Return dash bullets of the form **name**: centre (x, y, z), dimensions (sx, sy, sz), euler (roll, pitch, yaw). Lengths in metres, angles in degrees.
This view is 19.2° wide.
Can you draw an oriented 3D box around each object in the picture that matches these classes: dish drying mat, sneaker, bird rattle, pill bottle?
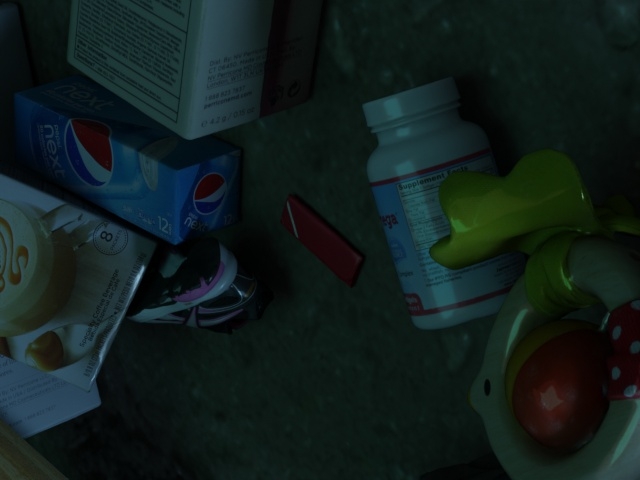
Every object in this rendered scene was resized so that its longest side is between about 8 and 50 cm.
- **dish drying mat**: centre (0.000, 0.000, 1.450), dimensions (0.083, 0.008, 0.032), euler (43, 132, 27)
- **sneaker**: centre (-0.098, 0.050, 1.533), dimensions (0.077, 0.072, 0.178), euler (34, 165, -20)
- **bird rattle**: centre (0.174, 0.065, 1.136), dimensions (0.253, 0.143, 0.207), euler (44, 121, 44)
- **pill bottle**: centre (0.082, -0.026, 1.289), dimensions (0.087, 0.087, 0.160), euler (-13, 95, 49)

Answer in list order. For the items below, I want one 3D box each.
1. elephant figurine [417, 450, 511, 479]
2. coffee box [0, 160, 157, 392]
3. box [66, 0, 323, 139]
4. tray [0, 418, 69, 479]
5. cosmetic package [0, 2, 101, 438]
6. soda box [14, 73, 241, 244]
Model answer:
- **elephant figurine**: centre (0.124, 0.214, 1.308), dimensions (0.239, 0.186, 0.169), euler (-33, 117, 23)
- **coffee box**: centre (-0.274, 0.008, 1.547), dimensions (0.098, 0.246, 0.141), euler (-133, 67, -78)
- **box**: centre (-0.084, -0.215, 1.361), dimensions (0.149, 0.127, 0.232), euler (34, 128, 34)
- **tray**: centre (-0.225, 0.310, 1.644), dimensions (0.411, 0.076, 0.203), euler (43, 140, -11)
- **cosmetic package**: centre (-0.352, -0.013, 1.713), dimensions (0.217, 0.156, 0.385), euler (-1, 106, 45)
- **soda box**: centre (-0.160, -0.069, 1.547), dimensions (0.210, 0.071, 0.067), euler (25, 123, 39)
